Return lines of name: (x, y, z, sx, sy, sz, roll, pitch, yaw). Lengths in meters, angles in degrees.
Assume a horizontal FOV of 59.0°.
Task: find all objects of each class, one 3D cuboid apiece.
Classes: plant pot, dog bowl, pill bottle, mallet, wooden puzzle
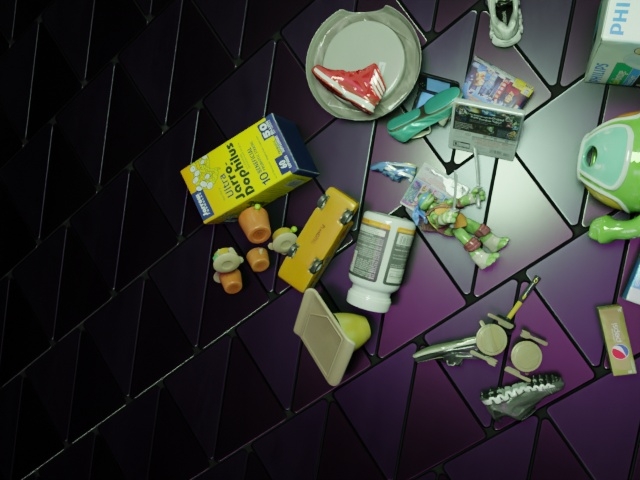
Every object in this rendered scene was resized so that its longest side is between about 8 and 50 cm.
plant pot: (0.098, 0.279, 1.736, 0.095, 0.134, 0.134, -12, 87, -13)
dog bowl: (0.136, -0.525, 1.703, 0.349, 0.102, 0.348, 1, 93, 19)
pill bottle: (0.173, 0.062, 1.675, 0.162, 0.162, 0.278, 17, 97, 18)
mallet: (0.573, 0.187, 1.611, 0.062, 0.039, 0.189, 42, 100, 12)
wooden puzzle: (0.012, 0.292, 1.725, 0.238, 0.044, 0.221, 49, 140, 33)

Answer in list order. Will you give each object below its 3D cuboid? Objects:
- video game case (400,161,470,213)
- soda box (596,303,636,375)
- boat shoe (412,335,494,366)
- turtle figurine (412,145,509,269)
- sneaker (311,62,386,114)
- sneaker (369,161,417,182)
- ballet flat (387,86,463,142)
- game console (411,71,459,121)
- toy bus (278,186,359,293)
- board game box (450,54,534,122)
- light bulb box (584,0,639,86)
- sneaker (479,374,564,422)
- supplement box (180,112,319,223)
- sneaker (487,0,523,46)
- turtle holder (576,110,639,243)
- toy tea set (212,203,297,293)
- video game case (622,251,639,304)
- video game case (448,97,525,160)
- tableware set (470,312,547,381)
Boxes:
video game case: (0.340, -0.134, 1.688, 0.157, 0.019, 0.143, 33, 102, 14)
soda box: (0.795, 0.265, 1.520, 0.058, 0.061, 0.181, -13, 87, 20)
boat shoe: (0.386, 0.335, 1.653, 0.233, 0.084, 0.079, -13, 87, 16)
turtle figurine: (0.414, -0.074, 1.561, 0.266, 0.198, 0.274, 45, 106, 1)
sneaker: (0.092, -0.472, 1.634, 0.221, 0.087, 0.128, 35, 94, 2)
sneaker: (0.217, -0.208, 1.710, 0.144, 0.053, 0.059, 7, 96, 20)
ballet flat: (0.316, -0.360, 1.650, 0.247, 0.087, 0.083, -24, 44, 30)
game console: (0.335, -0.420, 1.656, 0.122, 0.107, 0.071, 21, 70, 17)
toy bus: (0.000, 0.000, 1.750, 0.108, 0.130, 0.332, 35, 102, 16)
board game box: (0.469, -0.392, 1.614, 0.194, 0.060, 0.194, 36, 103, 15)
light bulb box: (0.846, -0.506, 1.324, 0.361, 0.358, 0.225, 12, 94, 19)
sneaker: (0.579, 0.452, 1.597, 0.234, 0.078, 0.106, -22, 91, 19)
supplement box: (-0.220, -0.215, 1.785, 0.357, 0.195, 0.194, -28, 83, 18)
sneaker: (0.502, -0.694, 1.565, 0.110, 0.118, 0.292, -11, 87, 21)
turtle holder: (0.790, -0.170, 1.439, 0.227, 0.243, 0.320, 13, 126, 40)
toy tea set: (-0.243, 0.022, 1.832, 0.336, 0.200, 0.124, -40, 46, 16)
video game case: (0.959, 0.070, 1.459, 0.244, 0.061, 0.269, 20, 98, 16)
video game case: (0.458, -0.309, 1.577, 0.190, 0.173, 0.022, 16, 57, 18)
tableware set: (0.526, 0.302, 1.591, 0.194, 0.039, 0.128, 27, 87, 1)
